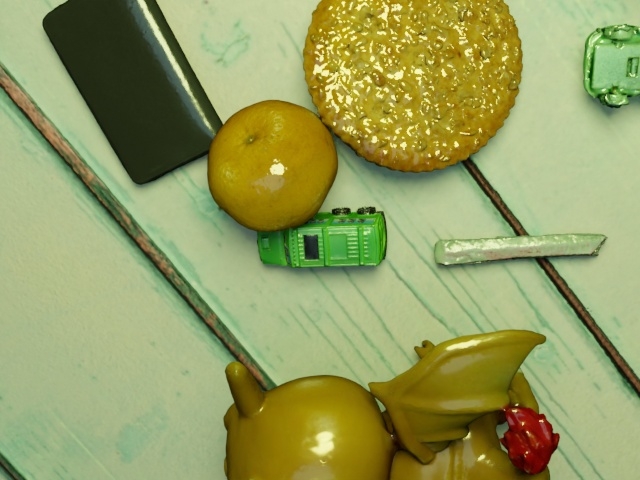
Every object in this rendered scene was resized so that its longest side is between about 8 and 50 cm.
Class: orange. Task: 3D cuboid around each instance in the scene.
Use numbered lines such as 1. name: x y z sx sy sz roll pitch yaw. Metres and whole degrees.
1. orange: -0.054 -0.083 0.877 0.158 0.159 0.136 -22 146 12

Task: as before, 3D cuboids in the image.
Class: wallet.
1. wallet: -0.226 -0.200 0.913 0.149 0.044 0.250 -25 102 17

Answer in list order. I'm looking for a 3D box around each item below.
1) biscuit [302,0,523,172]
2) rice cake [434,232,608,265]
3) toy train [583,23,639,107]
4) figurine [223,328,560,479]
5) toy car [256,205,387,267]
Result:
1. biscuit: 0.107 -0.200 0.846 0.253 0.035 0.254 -1 95 -6
2. rice cake: 0.244 0.010 0.924 0.207 0.033 0.033 -3 96 6
3. toy train: 0.367 -0.198 0.831 0.149 0.081 0.099 0 106 12
4. figurine: 0.078 0.243 0.892 0.386 0.268 0.401 1 118 -8
5. toy car: 0.000 0.000 0.933 0.165 0.062 0.071 -1 106 7
